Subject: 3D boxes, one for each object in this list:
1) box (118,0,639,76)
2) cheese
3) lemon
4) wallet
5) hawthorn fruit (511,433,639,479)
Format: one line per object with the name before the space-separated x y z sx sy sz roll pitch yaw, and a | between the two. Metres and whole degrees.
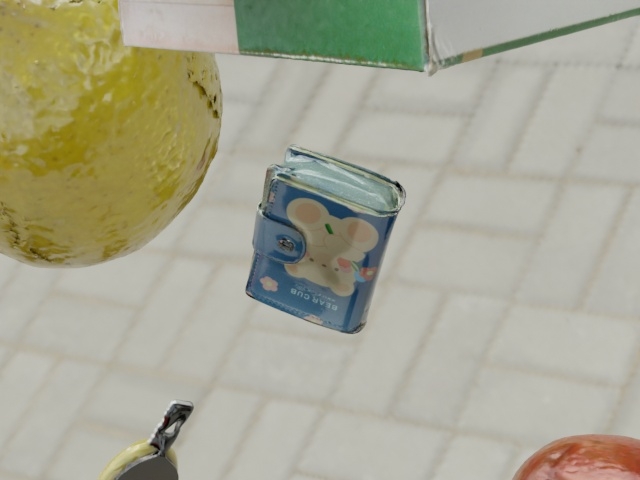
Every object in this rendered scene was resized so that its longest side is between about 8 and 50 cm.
box | 0.020 -0.124 0.719 0.135 0.081 0.199 -18 21 -38
cheese | -0.180 0.231 1.839 0.162 0.086 0.036 -59 29 29
lemon | -0.203 -0.110 1.332 0.258 0.310 0.258 -8 54 11
wallet | 0.000 -0.001 1.739 0.141 0.202 0.059 19 50 4
hawthorn fruit | 0.326 0.311 1.763 0.271 0.242 0.242 -18 46 28
